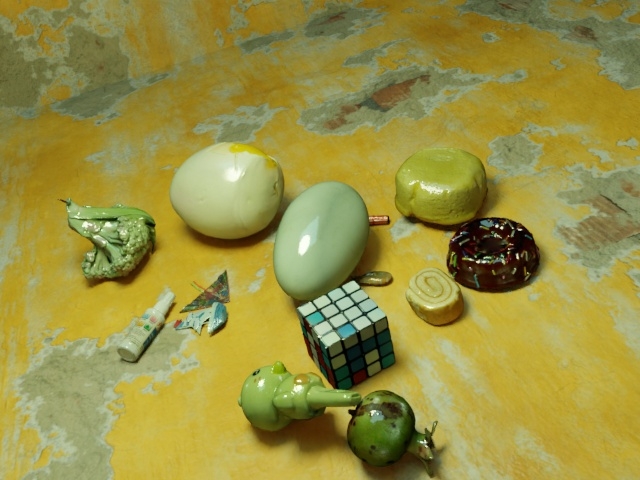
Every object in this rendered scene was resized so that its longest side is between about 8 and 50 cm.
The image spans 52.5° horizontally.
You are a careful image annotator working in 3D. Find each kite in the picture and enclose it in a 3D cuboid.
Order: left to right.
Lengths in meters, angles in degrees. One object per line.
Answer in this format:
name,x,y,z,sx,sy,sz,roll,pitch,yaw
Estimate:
kite,-0.303,0.140,1.763,0.159,0.010,0.190,15,45,35

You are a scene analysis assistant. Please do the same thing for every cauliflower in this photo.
cauliflower,-0.623,-0.027,1.875,0.239,0.315,0.256,-40,32,37

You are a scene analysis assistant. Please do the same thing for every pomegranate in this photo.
pomegranate,0.135,0.358,1.229,0.169,0.148,0.148,2,39,12

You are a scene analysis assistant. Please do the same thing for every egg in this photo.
egg,-0.279,-0.144,1.904,0.345,0.283,0.283,-2,38,25
egg,0.000,0.000,1.664,0.230,0.230,0.371,4,47,23

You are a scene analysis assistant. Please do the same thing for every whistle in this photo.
whistle,-0.053,0.302,1.309,0.294,0.141,0.141,-26,27,34

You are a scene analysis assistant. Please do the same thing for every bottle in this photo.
bottle,-0.440,0.213,1.671,0.060,0.060,0.217,5,42,24

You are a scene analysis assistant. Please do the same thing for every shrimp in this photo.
shrimp,0.132,0.094,1.669,0.108,0.023,0.059,1,30,20

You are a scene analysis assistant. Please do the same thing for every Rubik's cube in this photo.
Rubik's cube,0.056,0.210,1.435,0.154,0.151,0.155,-25,37,-16

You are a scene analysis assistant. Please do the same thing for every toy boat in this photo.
toy boat,-0.302,0.200,1.678,0.149,0.034,0.105,-3,39,35

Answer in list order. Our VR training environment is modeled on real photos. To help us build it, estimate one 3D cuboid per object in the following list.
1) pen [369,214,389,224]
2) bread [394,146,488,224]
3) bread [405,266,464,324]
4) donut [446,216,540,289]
pen,0.080,-0.057,1.877,0.239,0.028,0.028,-2,38,17
bread,0.339,-0.152,1.818,0.270,0.148,0.270,-6,37,4
bread,0.266,0.129,1.533,0.122,0.073,0.149,-28,38,-14
donut,0.424,0.023,1.608,0.235,0.089,0.235,-11,36,8
